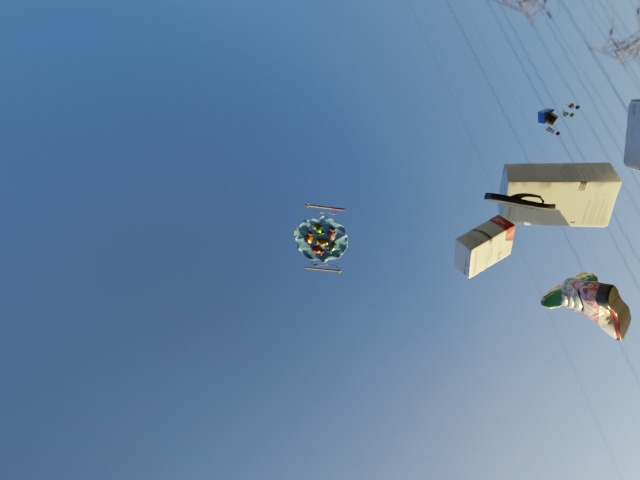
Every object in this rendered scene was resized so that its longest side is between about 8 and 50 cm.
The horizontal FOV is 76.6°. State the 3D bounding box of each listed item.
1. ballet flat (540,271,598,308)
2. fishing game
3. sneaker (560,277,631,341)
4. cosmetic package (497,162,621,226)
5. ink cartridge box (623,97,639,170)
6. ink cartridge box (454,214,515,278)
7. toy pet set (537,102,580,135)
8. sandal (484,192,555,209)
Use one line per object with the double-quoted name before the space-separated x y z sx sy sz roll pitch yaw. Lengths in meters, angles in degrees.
"ballet flat" 1.020 0.206 1.675 0.091 0.240 0.077 59 -168 -8
"fishing game" 0.000 0.000 1.403 0.189 0.264 0.041 8 -150 4
"sneaker" 0.834 0.205 1.237 0.270 0.145 0.090 44 -108 -31
"cosmetic package" 0.919 -0.182 1.602 0.384 0.217 0.156 0 -142 15
"ink cartridge box" 1.156 -0.348 1.265 0.305 0.131 0.226 -7 -72 8
"ink cartridge box" 0.390 0.014 0.971 0.135 0.099 0.056 -26 -137 -15
"toy pet set" 0.886 -0.475 1.538 0.065 0.122 0.114 26 -161 -15
"sandal" 0.729 -0.152 1.469 0.254 0.097 0.055 11 -86 1
